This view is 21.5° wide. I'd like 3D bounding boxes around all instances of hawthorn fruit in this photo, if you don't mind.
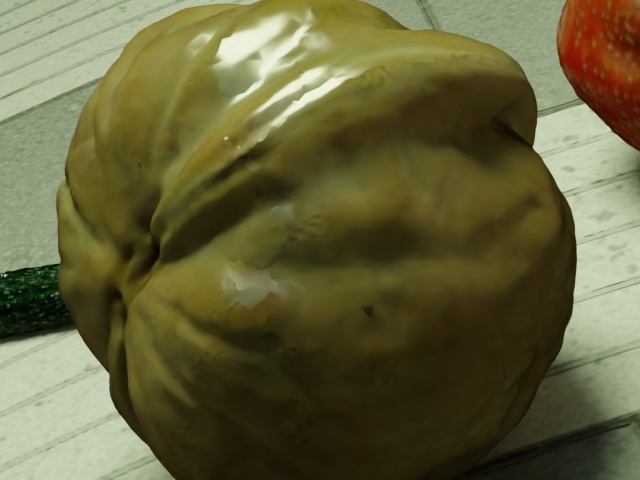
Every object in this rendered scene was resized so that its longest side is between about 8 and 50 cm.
[{"bbox_3d":[0.248,-0.143,1.102,0.205,0.205,0.253,-26,24,-13],"label":"hawthorn fruit"}]

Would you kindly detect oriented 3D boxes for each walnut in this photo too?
[{"bbox_3d":[0.000,0.000,0.917,0.285,0.285,0.296,-29,56,-18],"label":"walnut"}]

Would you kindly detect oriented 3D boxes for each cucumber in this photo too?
[{"bbox_3d":[-0.153,0.032,1.197,0.256,0.043,0.044,-10,34,15],"label":"cucumber"}]
